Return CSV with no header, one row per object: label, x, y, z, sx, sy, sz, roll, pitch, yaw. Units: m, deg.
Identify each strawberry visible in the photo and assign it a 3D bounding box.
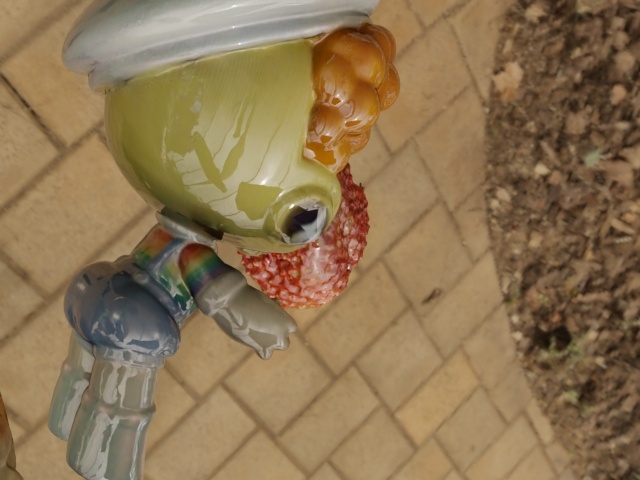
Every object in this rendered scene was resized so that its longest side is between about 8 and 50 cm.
strawberry,-0.006,0.003,1.058,0.175,0.107,0.236,-32,144,-2

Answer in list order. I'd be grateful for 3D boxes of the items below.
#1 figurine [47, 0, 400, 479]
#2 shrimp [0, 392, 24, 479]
figurine,-0.089,-0.025,0.600,0.205,0.224,0.382,20,81,-33
shrimp,-0.189,0.148,0.358,0.164,0.062,0.317,-19,106,-39
